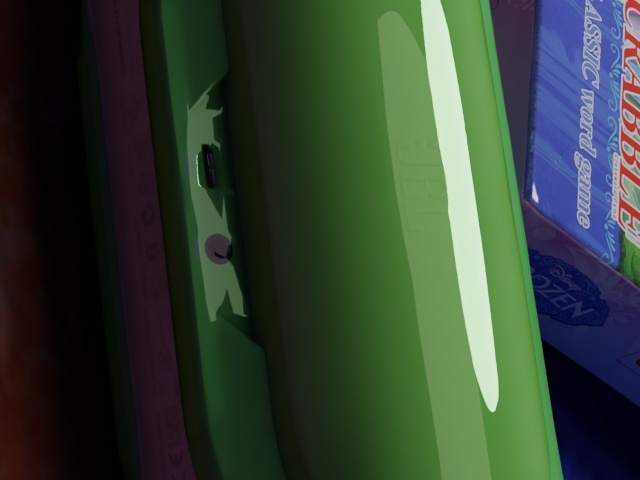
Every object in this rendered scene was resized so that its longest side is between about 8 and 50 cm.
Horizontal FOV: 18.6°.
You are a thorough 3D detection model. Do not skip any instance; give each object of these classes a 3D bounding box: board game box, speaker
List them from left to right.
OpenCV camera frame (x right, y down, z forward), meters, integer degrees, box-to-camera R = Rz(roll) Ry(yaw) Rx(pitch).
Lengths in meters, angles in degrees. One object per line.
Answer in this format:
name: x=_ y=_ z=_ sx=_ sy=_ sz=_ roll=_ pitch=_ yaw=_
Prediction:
speaker: x=0.000 y=0.000 z=0.592 sx=0.131 sy=0.131 sz=0.297 roll=15 pitch=65 yaw=-60
board game box: x=0.180 y=-0.065 z=0.951 sx=0.318 sy=0.066 sz=0.319 roll=34 pitch=49 yaw=-36
